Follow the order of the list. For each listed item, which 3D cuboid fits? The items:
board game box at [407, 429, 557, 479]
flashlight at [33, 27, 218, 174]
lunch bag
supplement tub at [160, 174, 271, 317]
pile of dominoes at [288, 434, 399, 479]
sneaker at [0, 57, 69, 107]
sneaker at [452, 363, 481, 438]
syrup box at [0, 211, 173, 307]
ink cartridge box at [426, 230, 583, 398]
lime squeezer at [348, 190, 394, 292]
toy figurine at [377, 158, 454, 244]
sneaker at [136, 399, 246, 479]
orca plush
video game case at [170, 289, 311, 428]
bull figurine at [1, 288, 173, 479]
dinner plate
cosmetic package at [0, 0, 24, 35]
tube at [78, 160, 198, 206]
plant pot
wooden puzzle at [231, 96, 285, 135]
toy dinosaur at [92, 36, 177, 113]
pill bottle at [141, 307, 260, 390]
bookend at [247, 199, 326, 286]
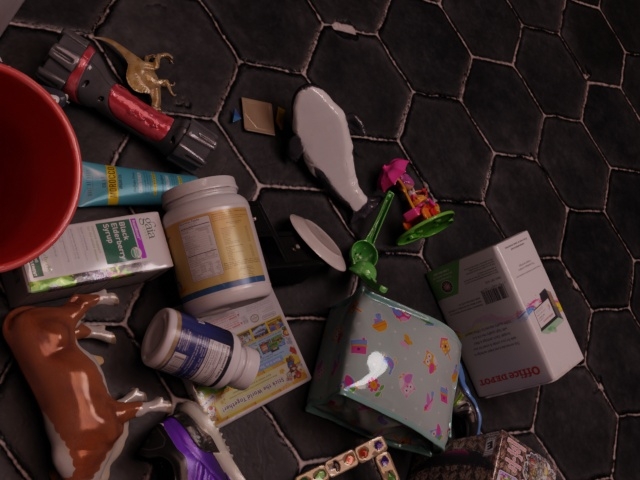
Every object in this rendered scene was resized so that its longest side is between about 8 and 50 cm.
[{"bbox_3d":[0.249,0.498,1.542,0.141,0.232,0.291,35,54,-20],"label":"board game box"},{"bbox_3d":[-0.309,-0.222,1.479,0.304,0.103,0.103,32,17,-19],"label":"flashlight"},{"bbox_3d":[0.129,0.239,1.604,0.262,0.160,0.223,27,57,-20],"label":"lunch bag"},{"bbox_3d":[-0.169,0.010,1.435,0.144,0.144,0.200,-10,80,-39],"label":"supplement tub"},{"bbox_3d":[0.040,0.458,1.476,0.251,0.040,0.196,-22,86,-23],"label":"pile of dominoes"},{"bbox_3d":[-0.464,-0.231,1.377,0.153,0.094,0.235,-17,83,-42],"label":"sneaker"},{"bbox_3d":[0.251,0.303,1.742,0.078,0.067,0.188,-22,88,-19],"label":"sneaker"},{"bbox_3d":[-0.351,0.027,1.360,0.236,0.096,0.093,-11,79,-39],"label":"syrup box"},{"bbox_3d":[0.360,0.149,1.786,0.117,0.201,0.278,-20,86,-40],"label":"ink cartridge box"},{"bbox_3d":[0.097,0.033,1.663,0.059,0.110,0.310,45,28,-21],"label":"lime squeezer"},{"bbox_3d":[0.183,-0.090,1.820,0.173,0.130,0.159,-3,63,-61],"label":"toy figurine"},{"bbox_3d":[-0.175,0.400,1.352,0.146,0.102,0.293,-33,89,-37],"label":"sneaker"},{"bbox_3d":[0.028,-0.181,1.732,0.287,0.151,0.102,47,13,-23],"label":"orca plush"},{"bbox_3d":[-0.140,0.180,1.507,0.227,0.026,0.206,-21,86,-42],"label":"video game case"},{"bbox_3d":[-0.334,0.222,1.292,0.188,0.101,0.310,-23,88,-43],"label":"bull figurine"},{"bbox_3d":[0.000,0.000,1.636,0.141,0.017,0.141,43,11,-10],"label":"dinner plate"},{"bbox_3d":[-0.615,-0.345,1.109,0.329,0.393,0.328,-16,82,-41],"label":"cosmetic package"},{"bbox_3d":[-0.301,-0.087,1.479,0.207,0.052,0.080,2,63,-32],"label":"tube"},{"bbox_3d":[-0.489,-0.081,1.176,0.275,0.243,0.275,5,82,-41],"label":"plant pot"},{"bbox_3d":[-0.117,-0.231,1.697,0.116,0.014,0.079,14,60,-33],"label":"wooden puzzle"},{"bbox_3d":[-0.302,-0.294,1.554,0.092,0.053,0.183,-38,97,-39],"label":"toy dinosaur"},{"bbox_3d":[-0.181,0.174,1.396,0.169,0.094,0.094,26,58,-29],"label":"pill bottle"},{"bbox_3d":[-0.093,-0.003,1.570,0.157,0.072,0.156,-2,59,-52],"label":"bookend"}]
